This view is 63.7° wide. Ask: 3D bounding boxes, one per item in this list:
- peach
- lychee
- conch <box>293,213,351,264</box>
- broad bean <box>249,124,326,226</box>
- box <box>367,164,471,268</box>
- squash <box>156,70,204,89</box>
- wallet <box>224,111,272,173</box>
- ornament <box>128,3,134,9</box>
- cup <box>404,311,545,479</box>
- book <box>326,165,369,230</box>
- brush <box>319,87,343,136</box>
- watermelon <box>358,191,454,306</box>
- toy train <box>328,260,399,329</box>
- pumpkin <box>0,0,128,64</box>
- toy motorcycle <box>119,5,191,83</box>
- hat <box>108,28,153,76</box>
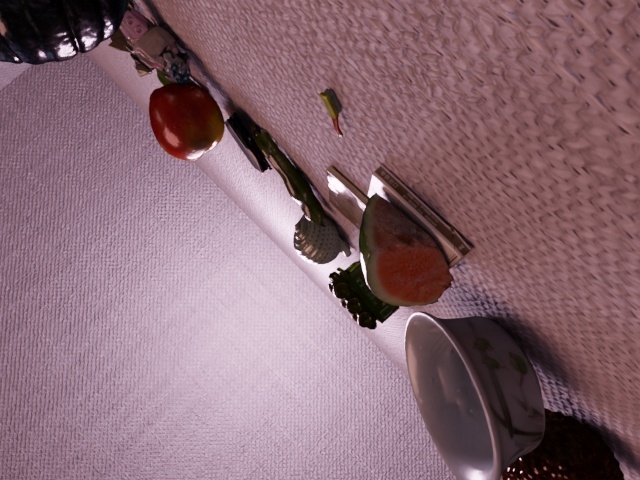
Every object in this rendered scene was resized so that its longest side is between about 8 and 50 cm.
[{"bbox_3d":[-0.344,-0.305,1.310,0.192,0.190,0.190,57,169,-11],"label":"peach"},{"bbox_3d":[0.480,0.464,1.043,0.236,0.236,0.271,49,-165,-19],"label":"lychee"},{"bbox_3d":[-0.009,0.006,1.466,0.200,0.131,0.172,52,168,-32],"label":"conch"},{"bbox_3d":[-0.075,-0.162,1.293,0.318,0.056,0.098,56,-173,-11],"label":"broad bean"},{"bbox_3d":[0.160,-0.035,0.861,0.198,0.029,0.109,45,171,11],"label":"box"},{"bbox_3d":[-0.382,-0.426,1.425,0.219,0.068,0.077,44,154,13],"label":"squash"},{"bbox_3d":[-0.197,-0.255,1.359,0.167,0.036,0.222,56,174,-17],"label":"wallet"},{"bbox_3d":[-0.517,-0.607,1.301,0.180,0.059,0.201,43,173,11],"label":"ornament"},{"bbox_3d":[0.310,0.287,1.003,0.347,0.163,0.347,166,90,-79],"label":"cup"},{"bbox_3d":[0.068,-0.078,1.121,0.138,0.016,0.198,44,171,12],"label":"book"},{"bbox_3d":[0.023,-0.194,0.790,0.019,0.021,0.083,35,161,43],"label":"brush"},{"bbox_3d":[0.125,0.018,0.887,0.231,0.128,0.146,53,-172,-47],"label":"watermelon"},{"bbox_3d":[0.124,0.163,1.563,0.225,0.137,0.090,52,174,-14],"label":"toy train"},{"bbox_3d":[-0.523,-0.485,0.888,0.363,0.363,0.266,44,159,6],"label":"pumpkin"},{"bbox_3d":[-0.377,-0.450,1.216,0.204,0.108,0.239,45,-163,27],"label":"toy motorcycle"},{"bbox_3d":[-0.573,-0.602,1.563,0.175,0.085,0.147,66,-169,23],"label":"hat"}]
